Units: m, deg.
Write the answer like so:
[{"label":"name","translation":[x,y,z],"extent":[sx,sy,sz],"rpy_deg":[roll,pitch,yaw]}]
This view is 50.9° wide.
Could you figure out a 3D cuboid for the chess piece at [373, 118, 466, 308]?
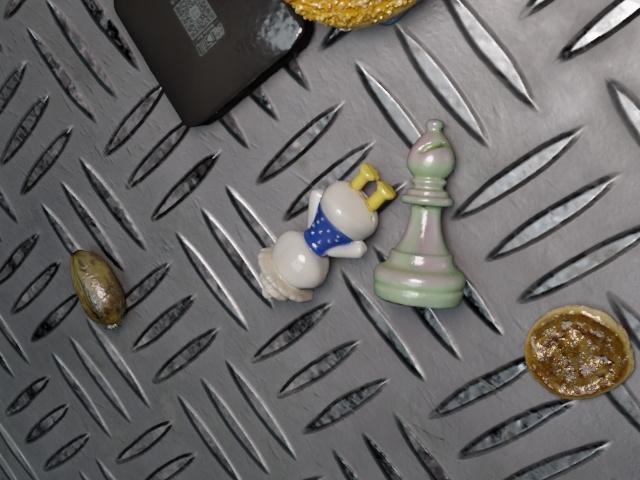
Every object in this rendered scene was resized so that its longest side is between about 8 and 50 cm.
[{"label":"chess piece","translation":[0.156,-0.043,0.996],"extent":[0.139,0.139,0.271],"rpy_deg":[8,98,25]}]

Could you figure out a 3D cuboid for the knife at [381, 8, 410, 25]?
[{"label":"knife","translation":[0.190,-0.412,0.920],"extent":[0.044,0.019,0.313],"rpy_deg":[45,119,0]}]

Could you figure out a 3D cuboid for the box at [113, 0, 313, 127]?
[{"label":"box","translation":[-0.181,-0.365,1.091],"extent":[0.290,0.073,0.289],"rpy_deg":[-32,88,31]}]

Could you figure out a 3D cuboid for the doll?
[{"label":"doll","translation":[0.000,0.000,1.090],"extent":[0.293,0.119,0.138],"rpy_deg":[-46,74,24]}]

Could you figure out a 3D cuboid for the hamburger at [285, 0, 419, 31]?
[{"label":"hamburger","translation":[0.039,-0.422,0.849],"extent":[0.302,0.170,0.302],"rpy_deg":[-3,126,-4]}]

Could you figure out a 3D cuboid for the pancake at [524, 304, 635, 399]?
[{"label":"pancake","translation":[0.378,0.167,0.989],"extent":[0.158,0.028,0.158],"rpy_deg":[10,112,25]}]

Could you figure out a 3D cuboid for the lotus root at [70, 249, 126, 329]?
[{"label":"lotus root","translation":[-0.447,0.097,1.359],"extent":[0.089,0.080,0.179],"rpy_deg":[-27,87,44]}]
